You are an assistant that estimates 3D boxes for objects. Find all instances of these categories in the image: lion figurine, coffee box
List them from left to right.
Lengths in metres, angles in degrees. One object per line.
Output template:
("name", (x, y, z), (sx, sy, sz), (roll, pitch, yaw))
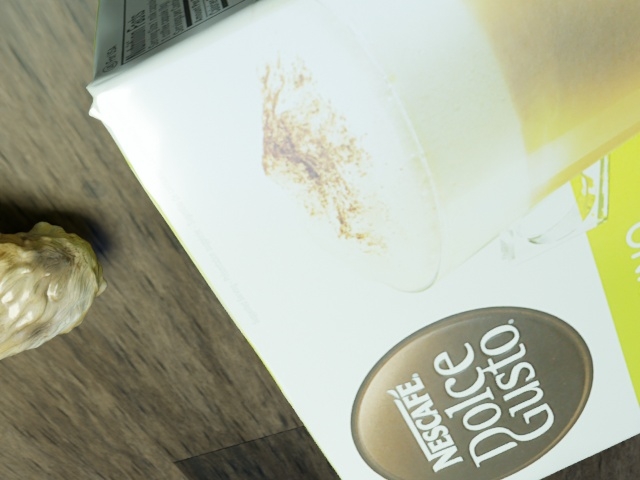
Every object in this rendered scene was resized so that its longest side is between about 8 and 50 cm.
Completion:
("lion figurine", (-0.399, 0.002, 0.765), (0.240, 0.142, 0.392), (-35, 130, 15))
("coffee box", (0.087, -0.090, 0.549), (0.334, 0.338, 0.338), (-26, 124, 4))
